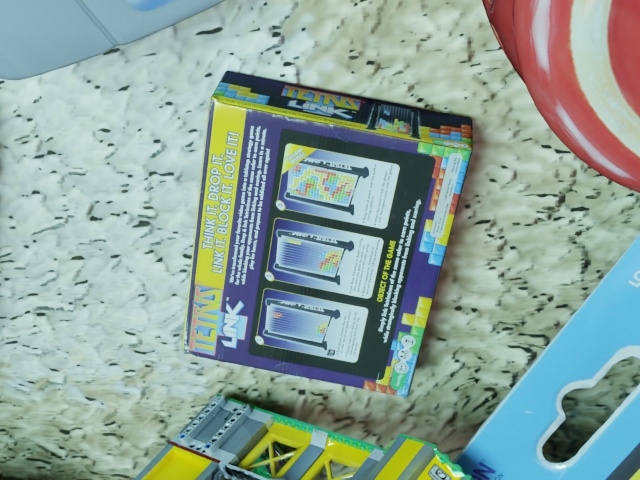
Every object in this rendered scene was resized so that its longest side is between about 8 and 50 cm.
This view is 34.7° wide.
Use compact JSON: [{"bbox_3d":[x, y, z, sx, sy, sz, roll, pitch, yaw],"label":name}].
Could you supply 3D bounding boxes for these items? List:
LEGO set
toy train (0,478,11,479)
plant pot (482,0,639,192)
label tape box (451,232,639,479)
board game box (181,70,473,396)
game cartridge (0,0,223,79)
[{"bbox_3d":[-0.015,0.262,0.611,0.255,0.192,0.331,17,137,35],"label":"LEGO set"},{"bbox_3d":[-0.317,0.205,0.665,0.334,0.190,0.142,5,91,-1],"label":"toy train"},{"bbox_3d":[0.159,-0.118,0.431,0.191,0.174,0.191,4,122,6],"label":"plant pot"},{"bbox_3d":[0.267,0.127,0.596,0.347,0.115,0.249,28,119,-5],"label":"label tape box"},{"bbox_3d":[0.000,0.000,0.587,0.141,0.048,0.170,12,121,2],"label":"board game box"},{"bbox_3d":[-0.052,-0.181,0.403,0.297,0.062,0.198,-29,149,5],"label":"game cartridge"}]
